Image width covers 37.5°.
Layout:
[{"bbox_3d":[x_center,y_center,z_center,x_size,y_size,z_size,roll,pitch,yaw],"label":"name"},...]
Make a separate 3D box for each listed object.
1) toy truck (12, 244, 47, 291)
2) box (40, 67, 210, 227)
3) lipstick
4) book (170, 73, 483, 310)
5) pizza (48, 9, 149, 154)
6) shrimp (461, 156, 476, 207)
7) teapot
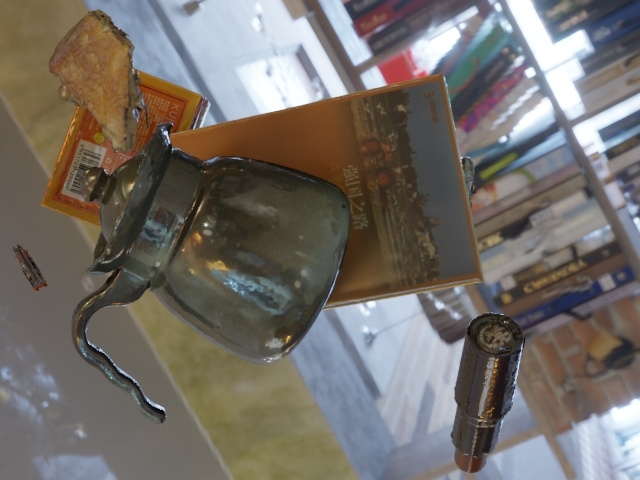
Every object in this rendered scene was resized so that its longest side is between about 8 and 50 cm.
[{"bbox_3d":[-0.460,0.042,1.489,0.083,0.024,0.032,52,163,27],"label":"toy truck"},{"bbox_3d":[-0.347,-0.160,1.734,0.213,0.284,0.259,22,-179,-5],"label":"box"},{"bbox_3d":[0.220,0.219,1.281,0.081,0.081,0.300,-98,5,-46],"label":"lipstick"},{"bbox_3d":[-0.002,-0.043,1.195,0.028,0.373,0.263,-14,-86,-79],"label":"book"},{"bbox_3d":[-0.307,-0.236,1.374,0.226,0.147,0.069,42,-159,27],"label":"pizza"},{"bbox_3d":[0.236,-0.055,1.787,0.090,0.233,0.079,20,-150,1],"label":"shrimp"},{"bbox_3d":[-0.152,0.020,1.064,0.285,0.305,0.223,26,-157,-14],"label":"teapot"}]
